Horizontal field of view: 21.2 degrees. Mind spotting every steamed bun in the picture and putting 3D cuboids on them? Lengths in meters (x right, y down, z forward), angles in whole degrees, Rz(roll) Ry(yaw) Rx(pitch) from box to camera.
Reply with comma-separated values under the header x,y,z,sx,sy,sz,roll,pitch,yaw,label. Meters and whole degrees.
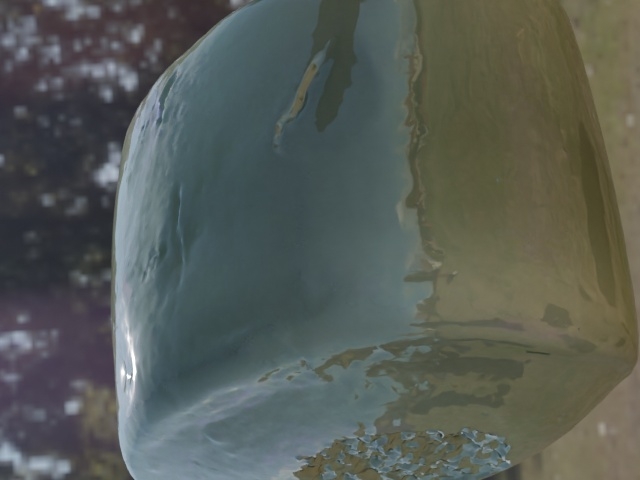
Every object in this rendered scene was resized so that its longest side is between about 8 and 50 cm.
x,y,z,sx,sy,sz,roll,pitch,yaw,label
0.000,0.000,1.306,0.456,0.290,0.371,-33,54,42,steamed bun
